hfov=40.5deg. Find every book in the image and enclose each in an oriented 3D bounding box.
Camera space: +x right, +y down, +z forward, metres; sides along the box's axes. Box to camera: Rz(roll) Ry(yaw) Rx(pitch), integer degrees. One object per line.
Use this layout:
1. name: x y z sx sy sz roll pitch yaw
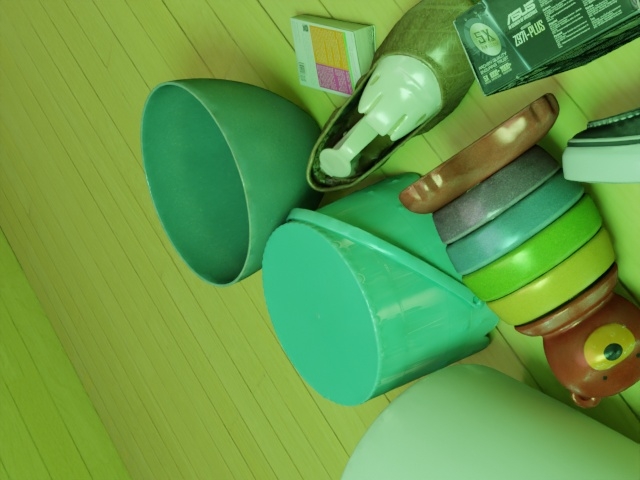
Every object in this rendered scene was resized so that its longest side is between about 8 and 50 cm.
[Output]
1. book: 0.016 -0.240 1.141 0.144 0.035 0.096 26 132 47

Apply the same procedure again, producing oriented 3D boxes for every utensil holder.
1. utensil holder: 0.239 0.337 0.872 0.385 0.327 0.328 28 129 48

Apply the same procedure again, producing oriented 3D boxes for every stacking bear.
1. stacking bear: 0.227 0.027 0.872 0.289 0.175 0.164 56 179 2

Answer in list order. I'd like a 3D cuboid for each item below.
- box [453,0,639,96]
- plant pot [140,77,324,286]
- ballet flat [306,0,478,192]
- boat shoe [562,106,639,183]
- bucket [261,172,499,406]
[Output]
1. box: 0.231 -0.203 0.738 0.180 0.147 0.078 -24 88 58
2. plant pot: -0.102 -0.101 1.238 0.290 0.195 0.290 31 132 44
3. ballet flat: 0.070 -0.148 1.015 0.116 0.124 0.342 43 146 -5
4. boat shoe: 0.340 -0.116 0.677 0.335 0.121 0.119 -9 93 46
5. bucket: 0.065 0.063 1.097 0.281 0.183 0.281 32 132 43
